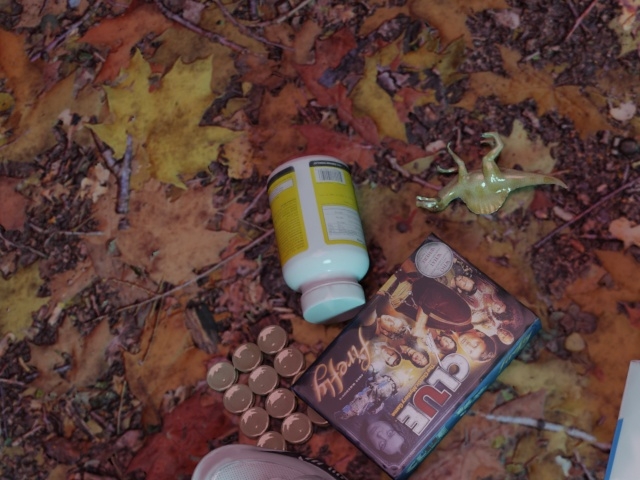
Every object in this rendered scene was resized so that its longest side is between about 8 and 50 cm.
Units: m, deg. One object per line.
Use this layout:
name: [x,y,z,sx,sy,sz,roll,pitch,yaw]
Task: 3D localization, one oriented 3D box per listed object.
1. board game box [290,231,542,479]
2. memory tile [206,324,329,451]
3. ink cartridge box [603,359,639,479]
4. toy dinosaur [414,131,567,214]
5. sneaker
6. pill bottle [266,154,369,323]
board game box: [0.109,0.132,1.700,0.165,0.042,0.243,39,81,22]
memory tile: [-0.055,0.178,1.753,0.113,0.012,0.148,-37,63,-1]
ink cartridge box: [0.348,0.219,1.521,0.082,0.190,0.139,10,71,21]
toy dinosaur: [0.201,-0.078,1.776,0.183,0.053,0.092,-11,81,19]
sneaker: [0.003,0.302,1.570,0.366,0.210,0.137,26,77,22]
pill bottle: [0.000,0.000,1.761,0.103,0.103,0.184,-15,65,9]
